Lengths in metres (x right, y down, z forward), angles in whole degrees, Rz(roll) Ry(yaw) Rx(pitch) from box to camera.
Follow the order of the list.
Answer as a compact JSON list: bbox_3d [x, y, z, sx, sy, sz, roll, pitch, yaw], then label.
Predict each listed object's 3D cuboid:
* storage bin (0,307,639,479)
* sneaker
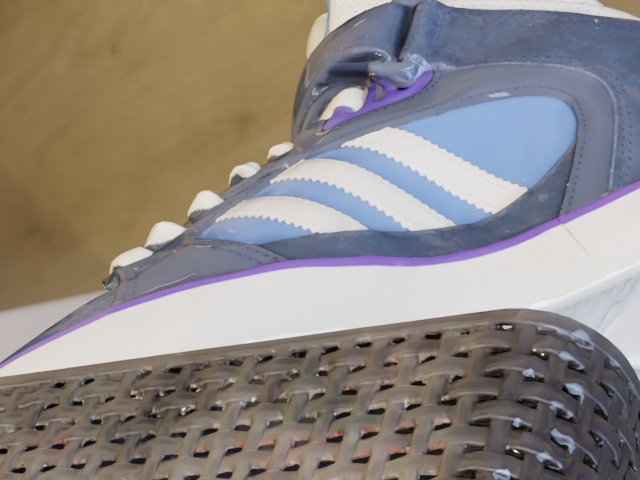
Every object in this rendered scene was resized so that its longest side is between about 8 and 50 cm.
[{"bbox_3d":[-0.006,0.094,0.390,0.180,0.084,0.122,-9,130,30],"label":"storage bin"},{"bbox_3d":[0.000,-0.001,0.635,0.236,0.323,0.130,-120,15,-52],"label":"sneaker"}]
